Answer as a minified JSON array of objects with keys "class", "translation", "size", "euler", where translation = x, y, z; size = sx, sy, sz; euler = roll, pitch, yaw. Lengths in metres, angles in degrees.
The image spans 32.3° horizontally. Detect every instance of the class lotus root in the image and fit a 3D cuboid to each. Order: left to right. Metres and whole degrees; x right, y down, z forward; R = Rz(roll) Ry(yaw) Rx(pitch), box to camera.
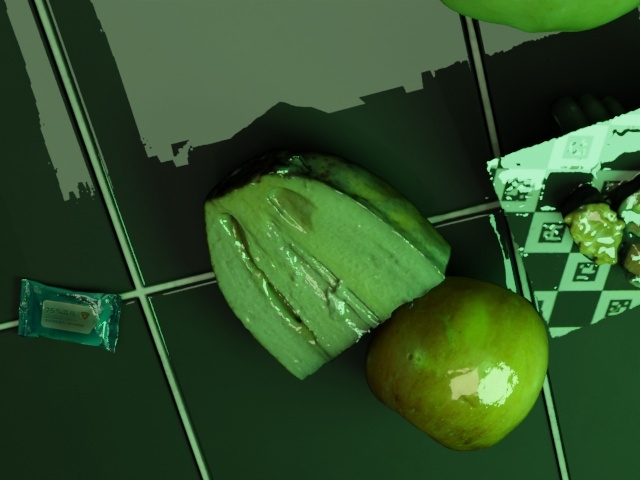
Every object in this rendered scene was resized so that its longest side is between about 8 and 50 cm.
[{"class":"lotus root","translation":[-0.017,-0.002,1.383],"size":[0.260,0.149,0.267],"euler":[43,122,-12]}]

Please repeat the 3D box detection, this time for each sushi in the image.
[{"class":"sushi","translation":[0.367,-0.017,1.246],"size":[0.294,0.059,0.292],"euler":[-21,127,5]}]

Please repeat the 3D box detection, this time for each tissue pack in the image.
[{"class":"tissue pack","translation":[-0.335,0.100,1.477],"size":[0.138,0.028,0.085],"euler":[9,108,0]}]

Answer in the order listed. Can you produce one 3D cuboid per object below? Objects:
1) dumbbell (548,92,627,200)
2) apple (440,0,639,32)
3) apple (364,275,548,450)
[{"class":"dumbbell","translation":[0.447,-0.154,1.309],"size":[0.406,0.179,0.179],"euler":[-27,109,9]},{"class":"apple","translation":[0.250,-0.391,1.134],"size":[0.357,0.357,0.357],"euler":[0,111,-1]},{"class":"apple","translation":[0.177,0.149,1.392],"size":[0.237,0.237,0.207],"euler":[36,84,-14]}]
